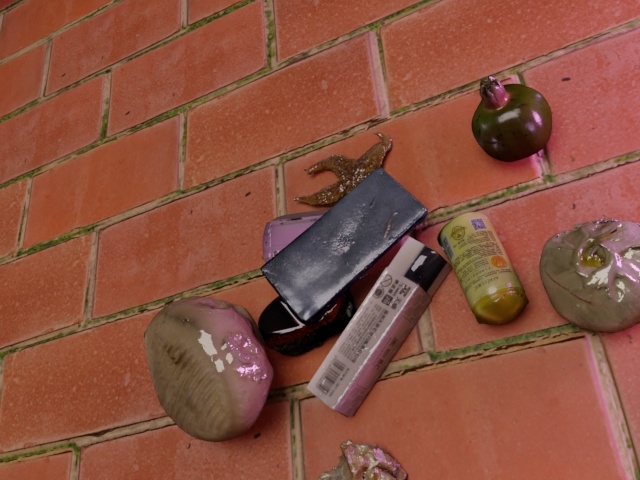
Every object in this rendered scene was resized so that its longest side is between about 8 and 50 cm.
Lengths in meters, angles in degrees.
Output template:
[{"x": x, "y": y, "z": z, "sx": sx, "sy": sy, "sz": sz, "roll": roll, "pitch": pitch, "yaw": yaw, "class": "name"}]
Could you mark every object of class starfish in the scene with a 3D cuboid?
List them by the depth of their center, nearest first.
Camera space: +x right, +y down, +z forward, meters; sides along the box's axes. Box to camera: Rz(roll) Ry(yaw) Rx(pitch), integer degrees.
[{"x": 0.085, "y": -0.134, "z": 1.693, "sx": 0.299, "sy": 0.060, "sz": 0.302, "roll": -37, "pitch": 55, "yaw": 6, "class": "starfish"}]

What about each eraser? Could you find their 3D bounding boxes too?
[{"x": 0.130, "y": 0.189, "z": 1.486, "sx": 0.098, "sy": 0.096, "sz": 0.404, "roll": 31, "pitch": 83, "yaw": 38, "class": "eraser"}]

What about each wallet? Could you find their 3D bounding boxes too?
[{"x": 0.051, "y": 0.007, "z": 1.526, "sx": 0.379, "sy": 0.046, "sz": 0.191, "roll": -41, "pitch": 58, "yaw": -4, "class": "wallet"}]

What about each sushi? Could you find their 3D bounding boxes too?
[{"x": -0.030, "y": 0.176, "z": 1.570, "sx": 0.225, "sy": 0.126, "sz": 0.136, "roll": -28, "pitch": 55, "yaw": 8, "class": "sushi"}]

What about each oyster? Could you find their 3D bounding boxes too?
[{"x": 0.074, "y": 0.492, "z": 1.382, "sx": 0.191, "sy": 0.081, "sz": 0.163, "roll": -30, "pitch": 60, "yaw": 18, "class": "oyster"}]

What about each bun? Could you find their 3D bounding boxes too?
[{"x": 0.541, "y": 0.056, "z": 1.289, "sx": 0.239, "sy": 0.141, "sz": 0.239, "roll": -15, "pitch": 57, "yaw": 24, "class": "bun"}, {"x": -0.244, "y": 0.290, "z": 1.553, "sx": 0.362, "sy": 0.234, "sz": 0.326, "roll": 21, "pitch": 112, "yaw": 42, "class": "bun"}]

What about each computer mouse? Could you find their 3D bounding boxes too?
[{"x": 0.000, "y": 0.000, "z": 1.654, "sx": 0.310, "sy": 0.072, "sz": 0.158, "roll": -6, "pitch": 79, "yaw": 27, "class": "computer mouse"}]

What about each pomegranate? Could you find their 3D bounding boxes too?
[{"x": 0.412, "y": -0.277, "z": 1.486, "sx": 0.180, "sy": 0.209, "sz": 0.180, "roll": -22, "pitch": 42, "yaw": 22, "class": "pomegranate"}]

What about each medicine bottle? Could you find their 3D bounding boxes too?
[{"x": 0.342, "y": 0.063, "z": 1.415, "sx": 0.124, "sy": 0.124, "sz": 0.239, "roll": -28, "pitch": 57, "yaw": 15, "class": "medicine bottle"}]
